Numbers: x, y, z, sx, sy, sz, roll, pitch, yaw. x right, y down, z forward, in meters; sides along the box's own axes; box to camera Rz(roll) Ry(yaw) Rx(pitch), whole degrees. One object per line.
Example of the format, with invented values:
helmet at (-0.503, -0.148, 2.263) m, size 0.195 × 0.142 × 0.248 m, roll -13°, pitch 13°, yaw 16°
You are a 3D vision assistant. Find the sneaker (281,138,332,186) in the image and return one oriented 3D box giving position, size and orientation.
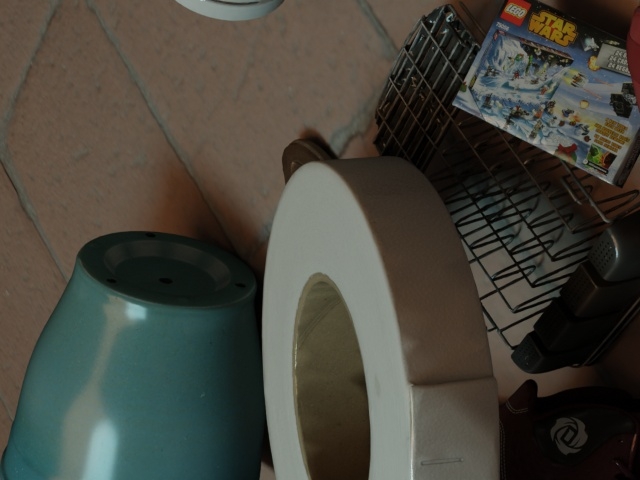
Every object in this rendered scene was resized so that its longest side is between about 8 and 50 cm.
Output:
sneaker at (0.000, 0.000, 1.602) m, size 0.066 × 0.071 × 0.188 m, roll -31°, pitch 83°, yaw 59°

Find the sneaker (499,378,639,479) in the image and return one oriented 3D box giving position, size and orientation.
sneaker at (0.238, 0.212, 1.354) m, size 0.281 × 0.106 × 0.162 m, roll 37°, pitch 102°, yaw 3°

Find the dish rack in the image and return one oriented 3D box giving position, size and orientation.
dish rack at (0.145, -0.044, 1.358) m, size 0.271 × 0.074 × 0.208 m, roll 57°, pitch 146°, yaw 21°

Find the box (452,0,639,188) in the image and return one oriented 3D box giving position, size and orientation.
box at (0.172, -0.107, 1.241) m, size 0.137 × 0.027 × 0.094 m, roll 30°, pitch 98°, yaw 27°

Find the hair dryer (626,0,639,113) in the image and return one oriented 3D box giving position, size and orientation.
hair dryer at (0.284, -0.092, 1.103) m, size 0.223 × 0.080 × 0.293 m, roll 50°, pitch 145°, yaw 26°

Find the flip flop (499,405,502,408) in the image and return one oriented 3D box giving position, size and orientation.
flip flop at (0.132, 0.201, 1.519) m, size 0.277 × 0.080 × 0.112 m, roll -18°, pitch 94°, yaw 59°

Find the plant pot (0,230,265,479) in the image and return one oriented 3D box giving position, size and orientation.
plant pot at (-0.176, 0.137, 1.799) m, size 0.272 × 0.272 × 0.255 m, roll 33°, pitch 120°, yaw 43°

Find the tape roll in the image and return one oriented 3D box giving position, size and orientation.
tape roll at (0.037, 0.126, 1.393) m, size 0.392 × 0.072 × 0.392 m, roll 176°, pitch 90°, yaw -73°

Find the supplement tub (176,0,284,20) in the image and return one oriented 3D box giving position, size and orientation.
supplement tub at (-0.061, -0.291, 1.440) m, size 0.144 × 0.144 × 0.199 m, roll 52°, pitch 145°, yaw 24°
